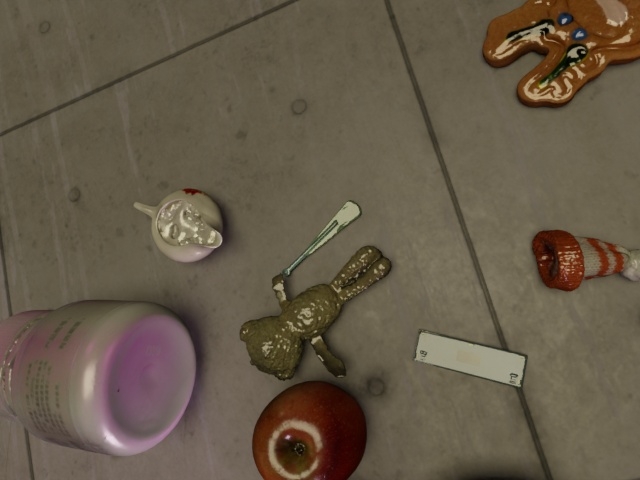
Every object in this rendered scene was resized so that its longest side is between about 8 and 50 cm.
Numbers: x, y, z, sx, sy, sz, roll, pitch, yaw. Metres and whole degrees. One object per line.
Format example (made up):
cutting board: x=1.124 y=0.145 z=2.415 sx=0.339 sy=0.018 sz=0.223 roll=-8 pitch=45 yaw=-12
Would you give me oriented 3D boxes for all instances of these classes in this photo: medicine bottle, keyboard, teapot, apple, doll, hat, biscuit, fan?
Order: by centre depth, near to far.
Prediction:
hat: x=0.425 y=0.029 z=0.719 sx=0.163 sy=0.112 sz=0.093 roll=-3 pitch=110 yaw=6
apple: x=-0.015 y=0.320 z=0.764 sx=0.181 sy=0.168 sz=0.180 roll=-2 pitch=79 yaw=11
biscuit: x=0.449 y=-0.368 z=0.778 sx=0.334 sy=0.047 sz=0.201 roll=-32 pitch=75 yaw=10
keyboard: x=0.247 y=0.196 z=0.782 sx=0.176 sy=0.014 sz=0.055 roll=11 pitch=85 yaw=17
doll: x=-0.014 y=0.118 z=0.836 sx=0.203 sy=0.091 sz=0.285 roll=24 pitch=89 yaw=7
medicine bottle: x=-0.422 y=0.235 z=0.848 sx=0.325 sy=0.256 sz=0.255 roll=-3 pitch=82 yaw=24
fan: x=0.000 y=0.000 z=0.877 sx=0.193 sy=0.016 sz=0.038 roll=-45 pitch=76 yaw=6
teapot: x=-0.267 y=-0.032 z=0.920 sx=0.227 sy=0.092 sz=0.145 roll=18 pitch=86 yaw=19
